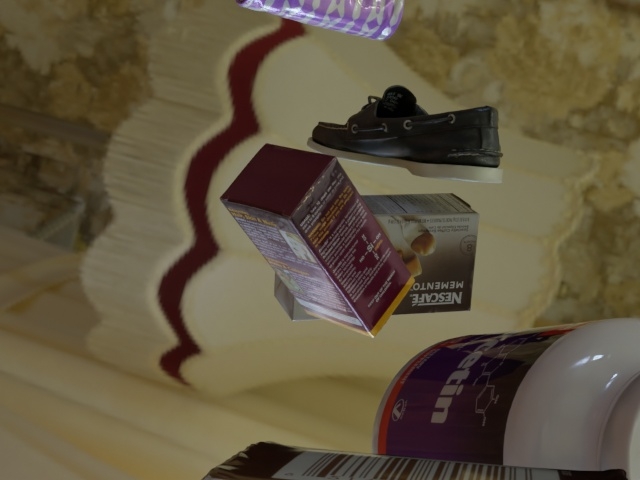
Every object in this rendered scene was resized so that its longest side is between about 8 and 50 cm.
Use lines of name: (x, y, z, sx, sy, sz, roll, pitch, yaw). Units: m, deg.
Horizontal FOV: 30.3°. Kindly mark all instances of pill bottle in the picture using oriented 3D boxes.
pill bottle: (0.172, 0.148, 0.825, 0.323, 0.181, 0.181, -21, -131, 68)

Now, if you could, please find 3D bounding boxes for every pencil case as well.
pencil case: (0.003, -0.289, 1.353, 0.088, 0.206, 0.086, -63, -145, 32)

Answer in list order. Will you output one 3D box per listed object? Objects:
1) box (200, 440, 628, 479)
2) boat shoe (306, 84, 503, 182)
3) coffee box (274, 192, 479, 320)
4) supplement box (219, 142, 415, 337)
box: (0.035, 0.292, 0.531, 0.143, 0.191, 0.381, 12, 81, -80)
boat shoe: (0.110, -0.151, 1.589, 0.127, 0.340, 0.113, 1, 100, -35)
coffee box: (0.072, 0.019, 1.546, 0.098, 0.247, 0.141, -133, -136, -65)
supplement box: (0.000, 0.000, 1.172, 0.081, 0.104, 0.188, -53, 132, -21)
